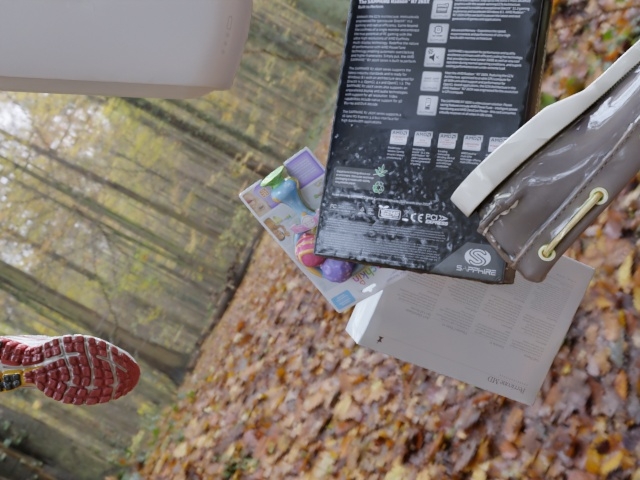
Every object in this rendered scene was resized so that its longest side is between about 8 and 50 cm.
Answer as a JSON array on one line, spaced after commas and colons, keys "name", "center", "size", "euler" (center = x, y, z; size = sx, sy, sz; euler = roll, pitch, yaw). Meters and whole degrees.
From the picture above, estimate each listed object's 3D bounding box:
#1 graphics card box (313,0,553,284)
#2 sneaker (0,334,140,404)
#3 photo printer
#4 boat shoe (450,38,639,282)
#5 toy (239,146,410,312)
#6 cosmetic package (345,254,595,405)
[{"name": "graphics card box", "center": [0.135, -0.144, 0.862], "size": [0.094, 0.233, 0.370], "euler": [14, -97, -68]}, {"name": "sneaker", "center": [-0.343, 0.156, 0.943], "size": [0.093, 0.225, 0.088], "euler": [41, -124, -88]}, {"name": "photo printer", "center": [-0.222, -0.276, 0.744], "size": [0.107, 0.308, 0.256], "euler": [-148, 60, -73]}, {"name": "boat shoe", "center": [0.250, -0.100, 0.530], "size": [0.324, 0.096, 0.116], "euler": [-39, -10, 8]}, {"name": "toy", "center": [0.000, 0.000, 1.031], "size": [0.137, 0.237, 0.056], "euler": [-32, 13, 28]}, {"name": "cosmetic package", "center": [0.274, 0.109, 1.335], "size": [0.284, 0.377, 0.097], "euler": [-67, 16, 3]}]
